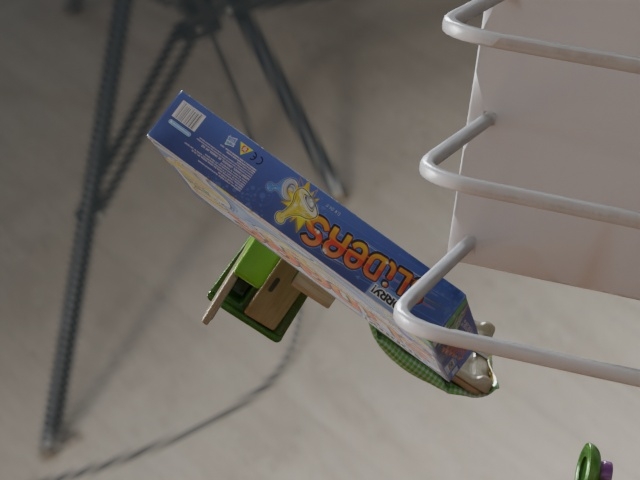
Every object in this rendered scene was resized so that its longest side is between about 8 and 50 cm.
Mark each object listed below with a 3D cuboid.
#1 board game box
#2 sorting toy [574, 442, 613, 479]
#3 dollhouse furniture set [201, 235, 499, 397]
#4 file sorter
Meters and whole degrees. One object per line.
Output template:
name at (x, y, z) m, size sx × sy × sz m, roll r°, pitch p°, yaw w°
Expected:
board game box at (0.000, 0.000, 1.125) m, size 0.201 × 0.136 × 0.035 m, roll 36°, pitch 84°, yaw 15°
sorting toy at (0.239, 0.227, 1.664) m, size 0.042 × 0.061 × 0.102 m, roll 11°, pitch 69°, yaw -3°
dollhouse furniture set at (0.031, 0.103, 2.110) m, size 0.151 × 0.301 × 0.197 m, roll -56°, pitch 4°, yaw 17°
file sorter at (0.151, -0.090, 0.850) m, size 0.193 × 0.278 × 0.173 m, roll 12°, pitch 15°, yaw 15°
